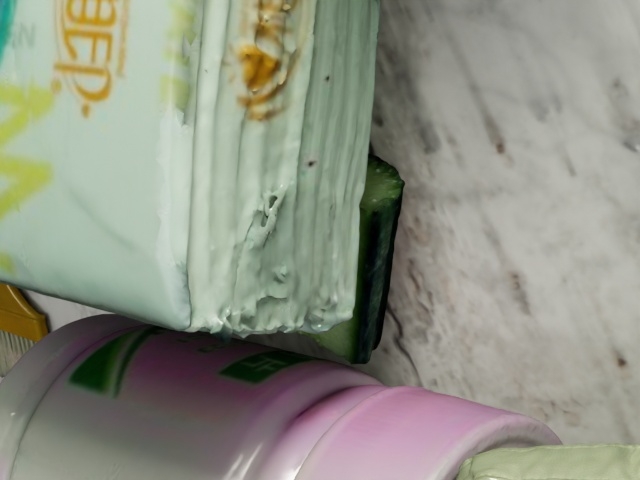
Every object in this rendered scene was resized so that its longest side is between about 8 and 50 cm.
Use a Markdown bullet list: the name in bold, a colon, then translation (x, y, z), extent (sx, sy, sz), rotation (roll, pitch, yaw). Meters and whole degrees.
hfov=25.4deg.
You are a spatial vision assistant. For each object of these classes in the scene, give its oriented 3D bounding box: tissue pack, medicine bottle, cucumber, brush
- **tissue pack**: translation (-0.155, -0.118, 0.786), extent (0.388, 0.162, 0.287), rotation (11, 99, 39)
- **medicine bottle**: translation (-0.034, 0.169, 0.840), extent (0.325, 0.212, 0.212), rotation (9, 118, 39)
- **cucumber**: translation (0.000, 0.000, 0.825), extent (0.116, 0.062, 0.115), rotation (29, 128, 32)
- **brush**: translation (-0.256, -0.008, 1.083), extent (0.103, 0.013, 0.272), rotation (14, 121, 35)

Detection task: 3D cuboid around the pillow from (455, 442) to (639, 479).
- **pillow**: translation (0.201, 0.236, 0.700), extent (0.255, 0.120, 0.322), rotation (-5, 113, 13)
